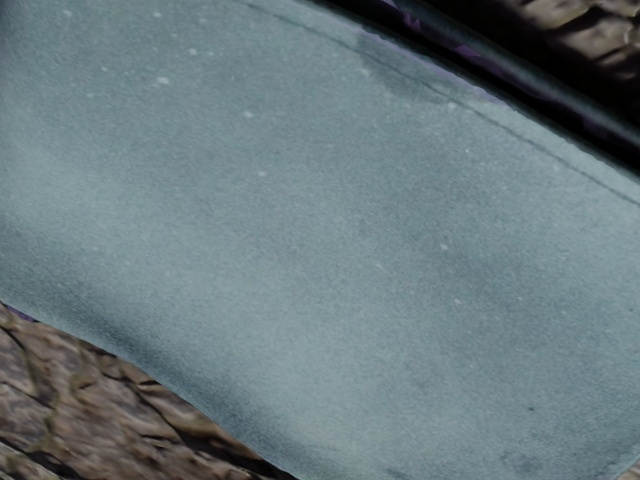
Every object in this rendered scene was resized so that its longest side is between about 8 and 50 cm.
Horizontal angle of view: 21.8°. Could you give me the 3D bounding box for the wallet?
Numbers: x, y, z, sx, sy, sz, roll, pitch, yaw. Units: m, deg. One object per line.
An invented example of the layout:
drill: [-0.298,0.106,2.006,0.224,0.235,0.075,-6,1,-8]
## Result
wallet: [-0.001,0.001,0.585,0.290,0.054,0.251,30,147,-2]
